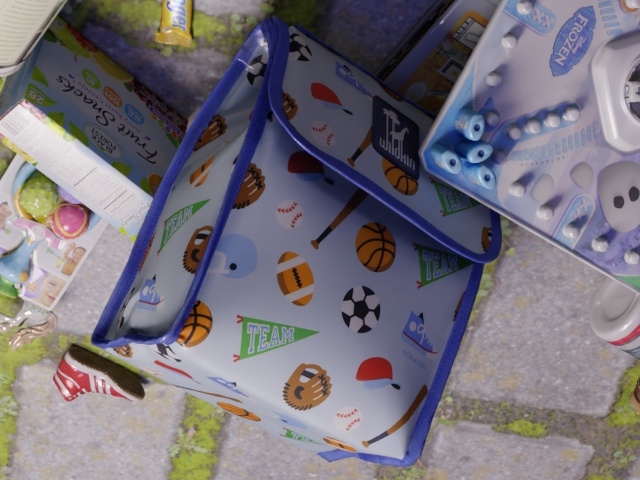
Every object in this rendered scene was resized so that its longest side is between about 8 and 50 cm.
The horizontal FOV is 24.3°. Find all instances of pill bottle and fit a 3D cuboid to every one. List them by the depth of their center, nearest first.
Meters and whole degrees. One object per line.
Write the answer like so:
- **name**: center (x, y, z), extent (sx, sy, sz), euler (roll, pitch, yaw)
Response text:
- **pill bottle**: center (0.436, 0.110, 1.856), extent (0.180, 0.108, 0.108), euler (29, 122, -21)

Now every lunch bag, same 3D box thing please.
- **lunch bag**: center (0.000, 0.000, 1.560), extent (0.328, 0.385, 0.239), euler (31, 160, -26)

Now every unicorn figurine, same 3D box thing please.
- **unicorn figurine**: center (-0.367, 0.047, 1.829), extent (0.111, 0.060, 0.162), euler (-17, 114, 2)

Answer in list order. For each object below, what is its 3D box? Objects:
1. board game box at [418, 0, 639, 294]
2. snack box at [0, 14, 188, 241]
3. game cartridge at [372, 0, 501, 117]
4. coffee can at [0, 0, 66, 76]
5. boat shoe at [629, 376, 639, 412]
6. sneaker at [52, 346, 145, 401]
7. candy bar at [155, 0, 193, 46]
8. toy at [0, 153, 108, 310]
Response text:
- **board game box**: center (0.354, -0.159, 1.565), extent (0.390, 0.050, 0.390), euler (28, 91, -20)
- **snack box**: center (-0.248, -0.125, 1.627), extent (0.207, 0.174, 0.070), euler (38, 122, -25)
- **game cartridge**: center (0.183, -0.181, 1.666), extent (0.198, 0.062, 0.297), euler (32, 121, -18)
- **coffee can**: center (-0.307, -0.325, 1.456), extent (0.201, 0.201, 0.275), euler (30, 122, -22)
- **boat shoe**: center (0.516, 0.214, 1.958), extent (0.207, 0.073, 0.073), euler (13, 128, -11)
- **sneaker**: center (-0.294, 0.192, 1.954), extent (0.118, 0.042, 0.067), euler (32, 117, -13)
- **candy bar**: center (-0.153, -0.282, 1.606), extent (0.040, 0.018, 0.161), euler (6, 128, -5)
- **toy**: center (-0.313, -0.031, 1.736), extent (0.137, 0.056, 0.237), euler (29, 106, -22)
